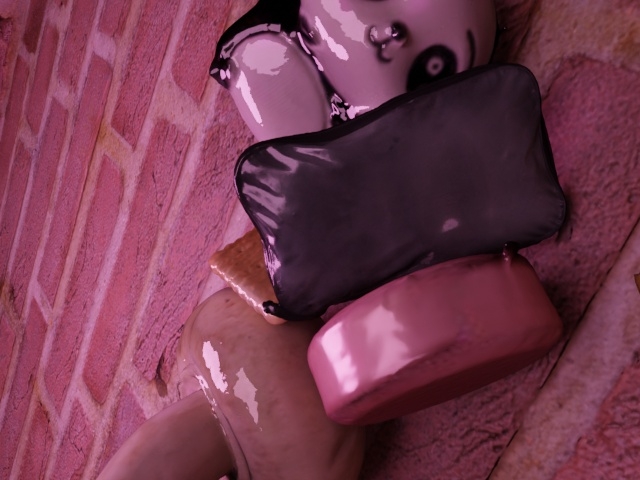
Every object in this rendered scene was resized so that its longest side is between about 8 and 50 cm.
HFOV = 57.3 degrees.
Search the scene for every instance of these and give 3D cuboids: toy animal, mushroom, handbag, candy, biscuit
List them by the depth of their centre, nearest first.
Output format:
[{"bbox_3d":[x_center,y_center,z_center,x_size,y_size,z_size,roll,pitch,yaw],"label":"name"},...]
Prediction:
[{"bbox_3d":[0.113,0.099,0.573,0.255,0.255,0.094,-39,60,37],"label":"candy"},{"bbox_3d":[0.077,-0.044,0.586,0.075,0.332,0.191,-108,-2,-74],"label":"handbag"},{"bbox_3d":[0.047,-0.228,0.682,0.310,0.251,0.250,-19,73,32],"label":"toy animal"},{"bbox_3d":[0.000,0.001,0.723,0.160,0.250,0.030,33,146,42],"label":"biscuit"},{"bbox_3d":[-0.072,0.225,0.724,0.315,0.315,0.356,-58,12,26],"label":"mushroom"}]

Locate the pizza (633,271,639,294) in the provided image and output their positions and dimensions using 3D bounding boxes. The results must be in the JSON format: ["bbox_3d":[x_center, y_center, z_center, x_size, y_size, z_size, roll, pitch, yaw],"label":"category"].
[{"bbox_3d":[0.368,0.079,0.446,0.246,0.058,0.127,11,96,47],"label":"pizza"}]
